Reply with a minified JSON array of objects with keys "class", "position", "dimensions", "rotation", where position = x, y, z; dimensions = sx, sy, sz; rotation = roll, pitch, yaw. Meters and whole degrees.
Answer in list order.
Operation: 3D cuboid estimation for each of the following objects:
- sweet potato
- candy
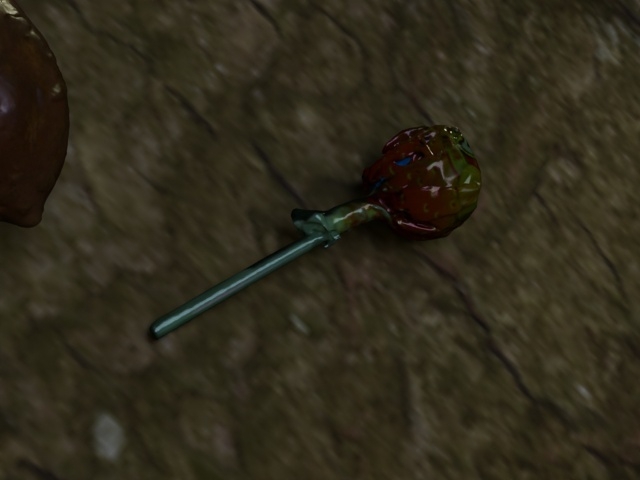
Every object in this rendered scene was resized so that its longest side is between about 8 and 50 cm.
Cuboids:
[{"class":"sweet potato","position":[-0.215,-0.122,0.594],"dimensions":[0.292,0.097,0.097],"rotation":[42,56,0]},{"class":"candy","position":[0.000,0.000,0.681],"dimensions":[0.201,0.060,0.060],"rotation":[-28,83,-26]}]
